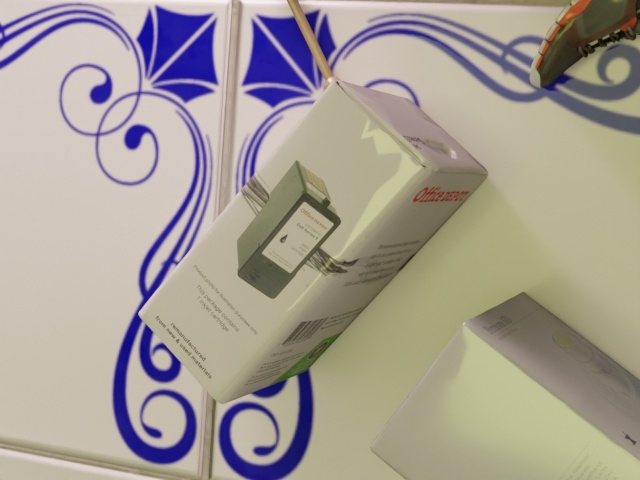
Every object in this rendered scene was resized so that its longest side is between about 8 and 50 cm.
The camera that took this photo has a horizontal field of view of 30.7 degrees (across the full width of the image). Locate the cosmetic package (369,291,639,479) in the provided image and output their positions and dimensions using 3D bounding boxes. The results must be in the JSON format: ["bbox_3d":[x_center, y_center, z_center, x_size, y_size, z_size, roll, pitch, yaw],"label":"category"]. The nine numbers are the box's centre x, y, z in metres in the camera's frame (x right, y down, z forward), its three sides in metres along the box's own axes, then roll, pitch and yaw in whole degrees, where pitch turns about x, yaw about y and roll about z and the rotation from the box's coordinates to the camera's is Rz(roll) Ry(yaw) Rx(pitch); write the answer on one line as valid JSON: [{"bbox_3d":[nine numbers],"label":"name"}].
[{"bbox_3d":[0.194,0.168,0.957,0.225,0.224,0.138,37,106,15],"label":"cosmetic package"}]

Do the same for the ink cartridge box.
[{"bbox_3d":[0.000,0.000,1.035,0.115,0.198,0.273,46,107,14],"label":"ink cartridge box"}]

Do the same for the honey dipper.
[{"bbox_3d":[-0.018,-0.212,1.120,0.030,0.030,0.160,-26,85,20],"label":"honey dipper"}]

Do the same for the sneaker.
[{"bbox_3d":[0.245,-0.188,1.007,0.065,0.061,0.158,40,106,8],"label":"sneaker"}]
